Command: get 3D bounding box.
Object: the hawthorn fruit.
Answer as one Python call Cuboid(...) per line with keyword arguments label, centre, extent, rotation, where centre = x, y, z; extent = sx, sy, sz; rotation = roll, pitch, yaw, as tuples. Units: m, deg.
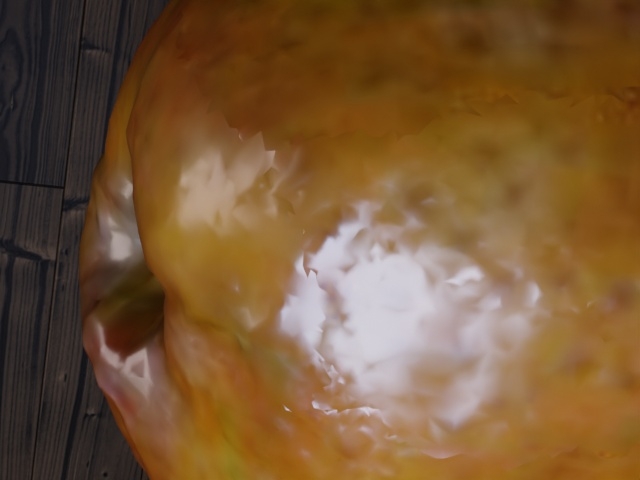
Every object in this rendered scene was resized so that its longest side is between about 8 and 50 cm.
Cuboid(label="hawthorn fruit", centre=(0.081, 0.002, 0.725), extent=(0.472, 0.472, 0.471), rotation=(-175, 90, -73))
